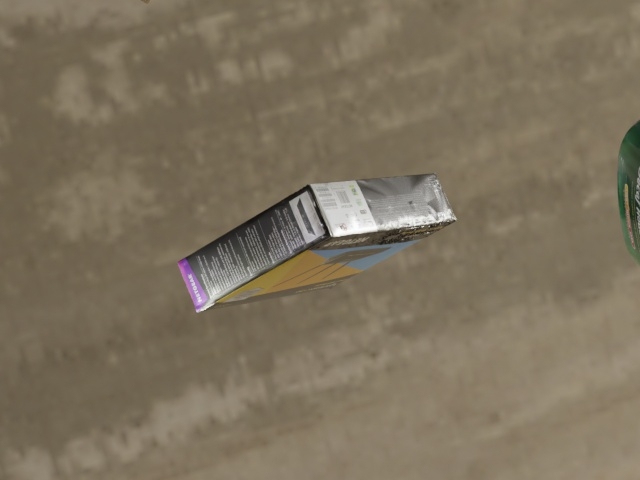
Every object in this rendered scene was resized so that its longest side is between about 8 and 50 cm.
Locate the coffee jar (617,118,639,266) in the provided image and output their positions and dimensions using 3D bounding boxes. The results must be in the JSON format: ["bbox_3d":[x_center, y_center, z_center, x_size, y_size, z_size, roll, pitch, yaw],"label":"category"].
[{"bbox_3d":[0.210,-0.003,0.923,0.079,0.096,0.184,-11,-162,-8],"label":"coffee jar"}]

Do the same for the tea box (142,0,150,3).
[{"bbox_3d":[-0.178,-0.421,1.525,0.220,0.323,0.329,-56,-178,-23],"label":"tea box"}]

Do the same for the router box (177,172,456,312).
[{"bbox_3d":[0.000,0.000,1.395,0.133,0.046,0.179,-29,168,32],"label":"router box"}]
